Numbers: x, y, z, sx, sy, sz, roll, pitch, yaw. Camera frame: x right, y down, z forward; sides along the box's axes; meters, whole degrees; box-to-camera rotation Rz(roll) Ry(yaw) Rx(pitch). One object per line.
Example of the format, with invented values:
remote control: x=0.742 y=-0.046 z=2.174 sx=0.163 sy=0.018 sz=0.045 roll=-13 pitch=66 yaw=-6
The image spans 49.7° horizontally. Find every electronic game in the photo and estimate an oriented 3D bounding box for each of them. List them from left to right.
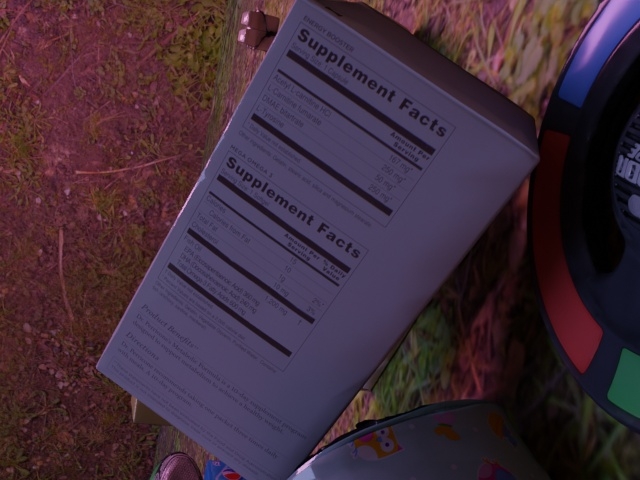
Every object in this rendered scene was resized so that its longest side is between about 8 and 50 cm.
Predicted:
electronic game: x=0.157 y=-0.030 z=0.286 sx=0.229 sy=0.048 sz=0.229 roll=-172 pitch=90 yaw=-73

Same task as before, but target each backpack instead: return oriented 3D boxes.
backpack: x=0.046 y=0.176 z=0.367 sx=0.144 sy=0.165 sz=0.188 roll=58 pitch=142 yaw=43

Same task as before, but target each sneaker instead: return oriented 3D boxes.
sneaker: x=-0.247 y=0.561 z=1.291 sx=0.146 sy=0.134 sz=0.344 roll=-55 pitch=40 yaw=44

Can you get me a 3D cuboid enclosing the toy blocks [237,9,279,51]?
toy blocks: x=-0.054 y=-0.371 z=0.734 sx=0.260 sy=0.288 sz=0.309 roll=-129 pitch=52 yaw=-75

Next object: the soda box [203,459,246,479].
soda box: x=-0.163 y=0.457 z=1.104 sx=0.067 sy=0.071 sz=0.210 roll=-119 pitch=40 yaw=-65

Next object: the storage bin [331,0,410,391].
storage bin: x=0.016 y=-0.046 z=0.646 sx=0.262 sy=0.123 sz=0.260 roll=-98 pitch=23 yaw=-43

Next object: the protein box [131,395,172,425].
protein box: x=-0.151 y=0.151 z=0.973 sx=0.136 sy=0.201 sz=0.200 roll=176 pitch=102 yaw=-73

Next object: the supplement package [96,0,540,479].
supplement package: x=0.000 y=0.000 z=0.409 sx=0.244 sy=0.133 sz=0.139 roll=-56 pitch=-3 yaw=24
